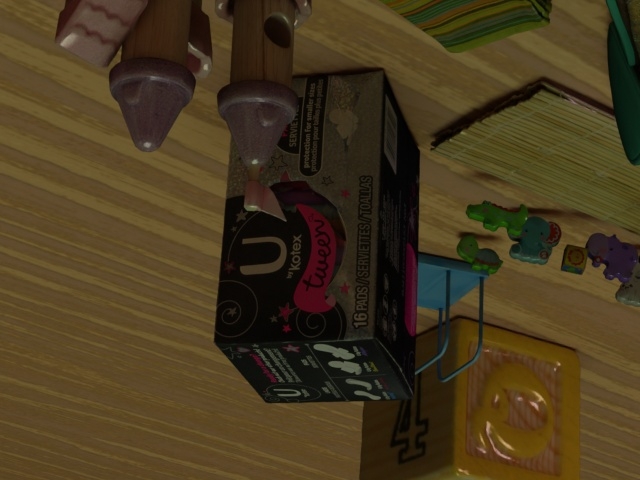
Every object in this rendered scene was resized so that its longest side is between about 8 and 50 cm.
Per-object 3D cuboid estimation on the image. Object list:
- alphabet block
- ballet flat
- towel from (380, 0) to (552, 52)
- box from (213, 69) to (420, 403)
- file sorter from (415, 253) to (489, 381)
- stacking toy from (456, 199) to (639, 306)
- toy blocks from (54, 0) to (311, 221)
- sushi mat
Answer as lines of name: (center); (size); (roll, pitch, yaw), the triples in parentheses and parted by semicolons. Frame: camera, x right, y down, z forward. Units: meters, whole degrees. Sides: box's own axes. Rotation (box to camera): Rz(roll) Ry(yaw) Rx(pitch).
alphabet block: (0.177, 0.225, 2.069); (0.192, 0.193, 0.197); (16, 154, -30)
ballet flat: (0.268, -0.153, 1.294); (0.123, 0.123, 0.348); (-3, 156, 14)
towel: (0.066, -0.204, 1.305); (0.102, 0.021, 0.237); (-18, 149, 39)
box: (0.000, 0.000, 1.499); (0.142, 0.247, 0.163); (-4, 155, 14)
file sorter: (0.079, 0.080, 1.857); (0.170, 0.105, 0.118); (11, 156, -18)
stacking toy: (0.246, 0.004, 1.706); (0.221, 0.052, 0.167); (12, 164, 2)
toy blocks: (-0.101, -0.180, 1.081); (0.309, 0.260, 0.288); (-19, 148, 41)
sushi mat: (0.264, -0.065, 1.602); (0.316, 0.019, 0.151); (20, 153, -33)
